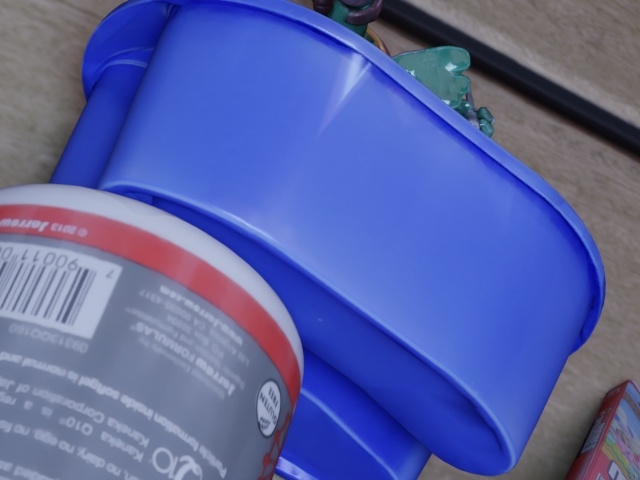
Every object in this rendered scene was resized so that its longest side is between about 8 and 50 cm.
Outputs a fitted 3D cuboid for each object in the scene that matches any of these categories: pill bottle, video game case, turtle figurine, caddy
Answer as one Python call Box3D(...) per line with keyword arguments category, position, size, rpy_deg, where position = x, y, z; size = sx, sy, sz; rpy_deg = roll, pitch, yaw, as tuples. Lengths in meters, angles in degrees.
Box3D(category="pill bottle", position=(-0.152, 0.170, 0.760), size=(0.210, 0.210, 0.363), rpy_deg=(33, 53, -19))
Box3D(category="video game case", position=(0.230, 0.208, 1.045), size=(0.204, 0.025, 0.285), rpy_deg=(58, 18, 2))
Box3D(category="turtle figurine", position=(0.036, -0.118, 1.060), size=(0.118, 0.234, 0.175), rpy_deg=(-38, 90, -7))
Box3D(category="caddy", position=(0.000, 0.000, 0.935), size=(0.341, 0.241, 0.179), rpy_deg=(37, 56, -17))
